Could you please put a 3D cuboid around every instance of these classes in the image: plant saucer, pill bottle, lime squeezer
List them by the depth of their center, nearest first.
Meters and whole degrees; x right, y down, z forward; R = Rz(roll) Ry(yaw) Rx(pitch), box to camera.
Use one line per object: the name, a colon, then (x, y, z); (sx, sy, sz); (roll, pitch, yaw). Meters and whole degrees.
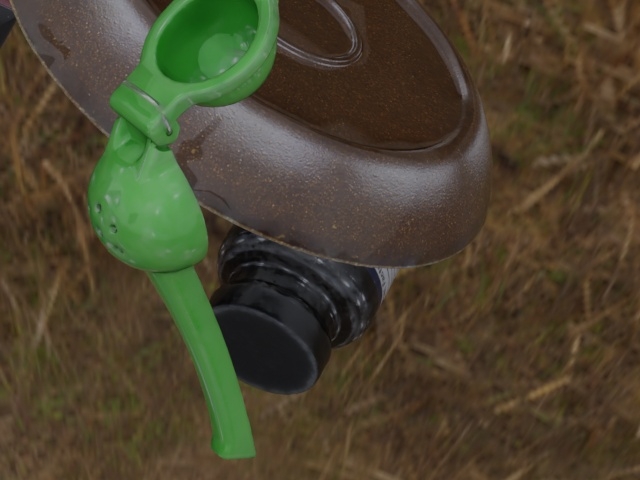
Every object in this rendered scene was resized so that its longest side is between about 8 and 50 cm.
lime squeezer: (-0.028, -0.046, 0.759); (0.110, 0.059, 0.310); (7, 111, -26)
plant saucer: (-0.024, -0.111, 1.096); (0.310, 0.050, 0.310); (26, 32, -18)
pill bottle: (0.000, 0.000, 1.428); (0.123, 0.123, 0.219); (26, 54, 6)

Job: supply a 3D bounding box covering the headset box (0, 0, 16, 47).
headset box: (-0.294, -0.169, 1.412); (0.110, 0.218, 0.293); (23, 35, -19)
